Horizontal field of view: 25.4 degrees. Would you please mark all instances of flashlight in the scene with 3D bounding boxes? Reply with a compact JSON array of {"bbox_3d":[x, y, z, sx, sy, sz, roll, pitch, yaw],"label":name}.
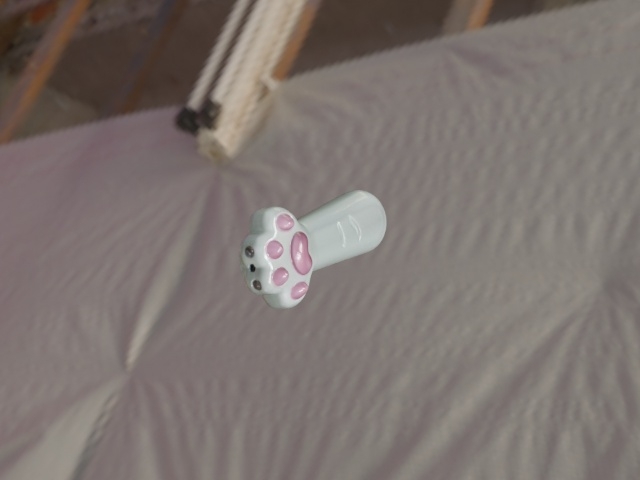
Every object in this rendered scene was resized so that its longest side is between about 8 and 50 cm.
[{"bbox_3d":[0.000,0.000,1.322,0.047,0.093,0.200,-4,-168,37],"label":"flashlight"}]
